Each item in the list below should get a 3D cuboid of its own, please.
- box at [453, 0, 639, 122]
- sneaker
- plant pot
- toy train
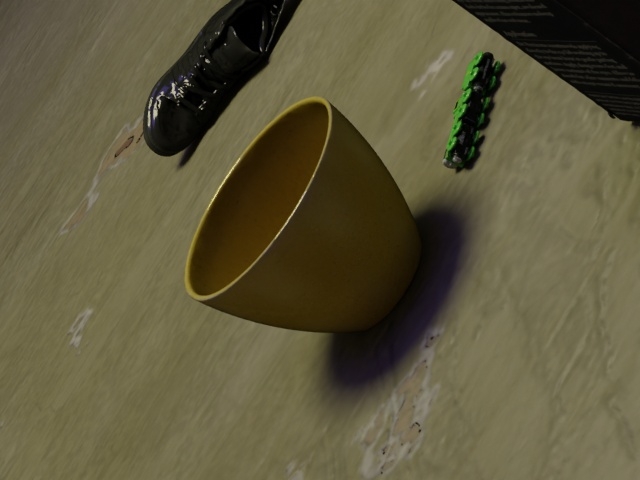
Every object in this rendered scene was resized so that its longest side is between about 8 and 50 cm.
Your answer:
[{"bbox_3d":[0.130,-0.167,0.919,0.153,0.207,0.108,-59,21,-6],"label":"box"},{"bbox_3d":[-0.080,-0.146,1.568,0.170,0.051,0.089,-59,16,-17],"label":"sneaker"},{"bbox_3d":[0.000,0.000,1.119,0.134,0.095,0.134,-45,23,26],"label":"plant pot"},{"bbox_3d":[0.086,-0.076,1.151,0.024,0.017,0.083,-44,22,54],"label":"toy train"}]
